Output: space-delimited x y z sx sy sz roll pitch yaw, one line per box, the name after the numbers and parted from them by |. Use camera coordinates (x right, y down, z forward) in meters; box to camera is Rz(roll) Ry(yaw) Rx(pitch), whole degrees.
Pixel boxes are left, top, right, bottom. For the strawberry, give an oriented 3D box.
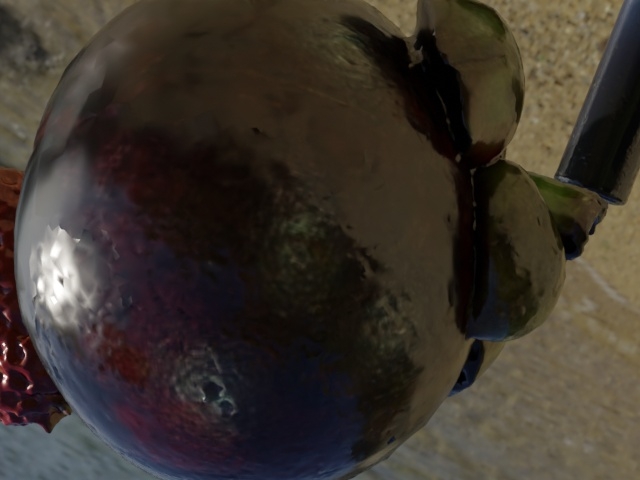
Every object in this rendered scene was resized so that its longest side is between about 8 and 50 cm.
-0.275 0.040 1.157 0.205 0.205 0.244 -9 114 58 | strawberry

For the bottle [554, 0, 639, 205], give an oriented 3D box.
0.294 -0.156 1.149 0.072 0.244 0.082 22 -178 12 | bottle

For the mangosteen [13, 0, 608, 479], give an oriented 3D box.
-0.015 0.002 0.680 0.300 0.300 0.300 25 158 11 | mangosteen
